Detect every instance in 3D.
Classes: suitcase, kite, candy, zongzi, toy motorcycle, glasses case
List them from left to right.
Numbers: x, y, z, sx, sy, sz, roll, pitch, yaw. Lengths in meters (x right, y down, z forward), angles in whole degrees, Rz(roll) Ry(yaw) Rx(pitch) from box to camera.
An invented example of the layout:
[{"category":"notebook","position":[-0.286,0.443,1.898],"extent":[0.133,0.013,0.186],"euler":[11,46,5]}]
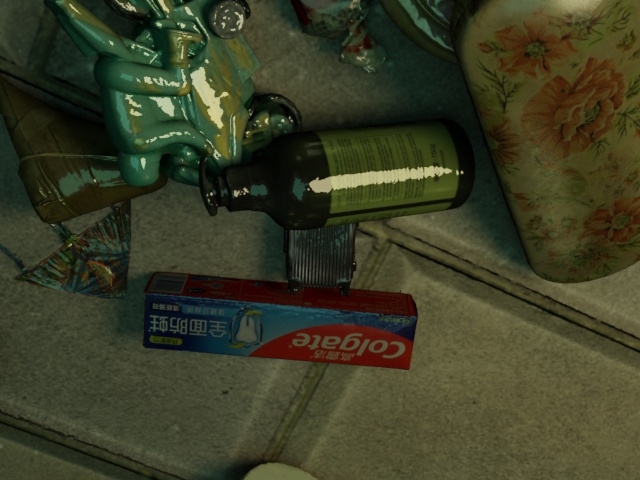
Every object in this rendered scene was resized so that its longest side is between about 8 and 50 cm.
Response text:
[{"category":"kite","position":[-0.289,0.012,0.938],"extent":[0.183,0.010,0.160],"euler":[-34,106,12]},{"category":"zongzi","position":[-0.248,-0.126,0.863],"extent":[0.189,0.081,0.178],"euler":[-19,90,-3]},{"category":"toy motorcycle","position":[-0.148,-0.154,0.789],"extent":[0.198,0.109,0.296],"euler":[-46,126,-16]},{"category":"candy","position":[-0.011,-0.298,0.791],"extent":[0.086,0.059,0.292],"euler":[-23,110,6]},{"category":"suitcase","position":[0.000,0.000,0.909],"extent":[0.086,0.059,0.126],"euler":[2,109,-1]},{"category":"glasses case","position":[0.244,-0.098,0.769],"extent":[0.156,0.098,0.425],"euler":[-20,138,13]}]

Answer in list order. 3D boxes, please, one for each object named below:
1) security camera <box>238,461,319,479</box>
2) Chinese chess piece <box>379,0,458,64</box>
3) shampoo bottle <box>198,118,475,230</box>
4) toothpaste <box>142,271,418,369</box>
[{"category":"security camera","position":[-0.087,0.429,1.012],"extent":[0.194,0.194,0.236],"euler":[34,113,-12]},{"category":"Chinese chess piece","position":[0.175,-0.303,0.762],"extent":[0.270,0.112,0.270],"euler":[0,111,1]},{"category":"shampoo bottle","position":[0.015,-0.066,0.816],"extent":[0.284,0.101,0.101],"euler":[-8,112,-17]},{"category":"toothpaste","position":[-0.048,0.096,0.942],"extent":[0.320,0.066,0.076],"euler":[5,111,-1]}]
